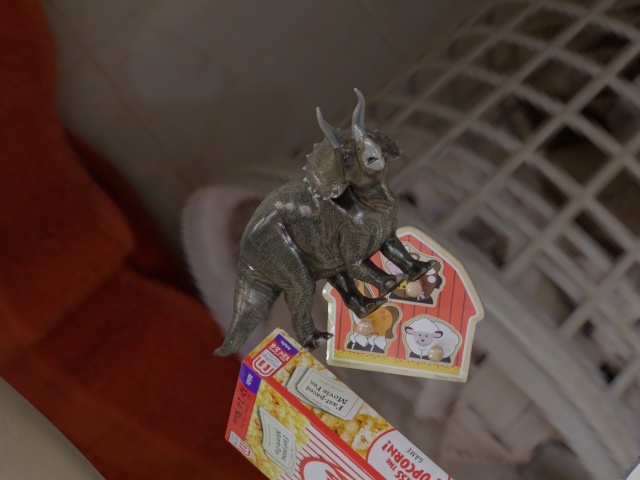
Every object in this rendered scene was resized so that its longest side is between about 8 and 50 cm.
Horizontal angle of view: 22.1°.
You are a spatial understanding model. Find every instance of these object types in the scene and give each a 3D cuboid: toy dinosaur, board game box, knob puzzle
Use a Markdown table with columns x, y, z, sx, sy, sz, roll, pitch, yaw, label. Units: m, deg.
| x | y | z | sx | sy | sz | roll | pitch | yaw | label |
| --- | --- | --- | --- | --- | --- | --- | --- | --- | --- |
| 0.000 | 0.000 | 1.497 | 0.313 | 0.121 | 0.160 | -40 | 81 | 41 | toy dinosaur |
| 0.017 | 0.172 | 1.252 | 0.193 | 0.045 | 0.147 | 40 | 152 | 15 | board game box |
| 0.096 | 0.074 | 1.913 | 0.213 | 0.213 | 0.030 | 51 | -157 | -13 | knob puzzle |

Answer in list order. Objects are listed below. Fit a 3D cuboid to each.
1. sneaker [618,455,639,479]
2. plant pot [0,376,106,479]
| x | y | z | sx | sy | sz | roll | pitch | yaw | label |
| --- | --- | --- | --- | --- | --- | --- | --- | --- | --- |
| 0.467 | 0.223 | 1.789 | 0.131 | 0.319 | 0.112 | 40 | 177 | 43 | sneaker |
| -0.184 | 0.217 | 0.922 | 0.274 | 0.256 | 0.256 | 38 | 167 | -34 | plant pot |
